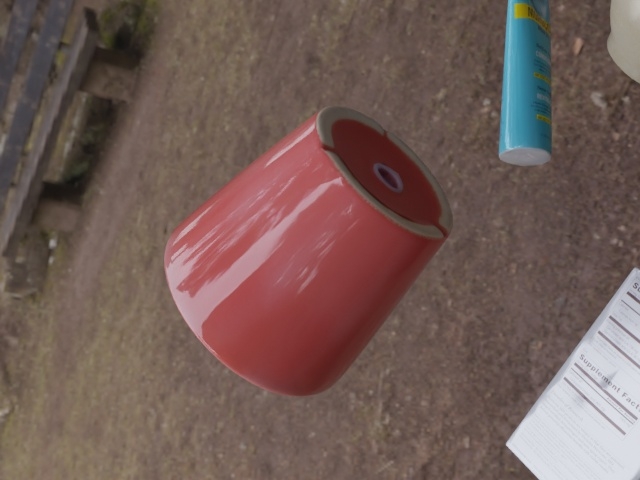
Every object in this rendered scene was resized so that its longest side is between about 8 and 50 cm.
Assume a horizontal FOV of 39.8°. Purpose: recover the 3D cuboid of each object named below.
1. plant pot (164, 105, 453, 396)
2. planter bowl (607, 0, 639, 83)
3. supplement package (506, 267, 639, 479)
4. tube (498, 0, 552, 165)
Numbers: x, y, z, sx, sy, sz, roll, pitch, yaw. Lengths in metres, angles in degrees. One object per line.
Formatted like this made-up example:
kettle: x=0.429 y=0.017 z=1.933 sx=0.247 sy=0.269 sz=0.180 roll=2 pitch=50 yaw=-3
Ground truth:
plant pot: x=0.000 y=0.000 z=1.003 sx=0.243 sy=0.275 sz=0.275 roll=-45 pitch=39 yaw=28
planter bowl: x=0.348 y=-0.212 z=0.855 sx=0.109 sy=0.162 sz=0.162 roll=117 pitch=152 yaw=-46
supplement package: x=0.338 y=0.166 z=0.929 sx=0.134 sy=0.139 sz=0.244 roll=45 pitch=114 yaw=36
tube: x=0.214 y=-0.182 z=0.915 sx=0.052 sy=0.080 sz=0.207 roll=-5 pitch=73 yaw=33
